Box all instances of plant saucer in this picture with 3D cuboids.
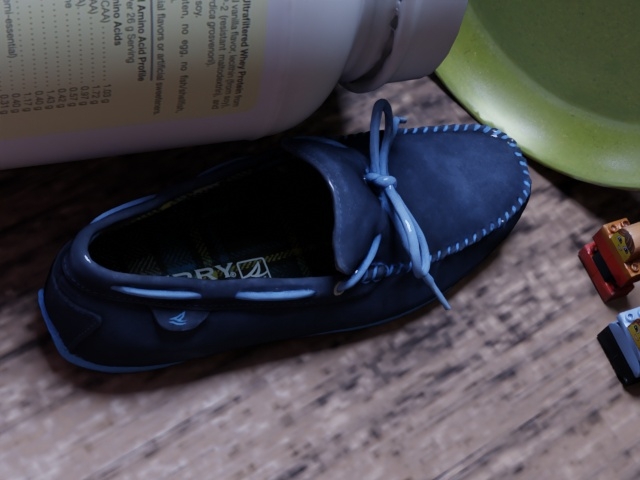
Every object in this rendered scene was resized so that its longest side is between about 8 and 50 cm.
[{"bbox_3d":[0.136,-0.136,0.668,0.241,0.241,0.037,43,54,9],"label":"plant saucer"}]

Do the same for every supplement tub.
[{"bbox_3d":[-0.118,-0.151,0.597,0.325,0.235,0.235,-8,65,-15],"label":"supplement tub"}]

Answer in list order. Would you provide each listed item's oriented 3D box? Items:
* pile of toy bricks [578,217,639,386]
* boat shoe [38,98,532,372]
[{"bbox_3d":[0.225,0.048,0.671,0.118,0.105,0.212,-17,68,-23],"label":"pile of toy bricks"},{"bbox_3d":[0.000,0.000,0.643,0.258,0.089,0.109,-24,72,-25],"label":"boat shoe"}]
